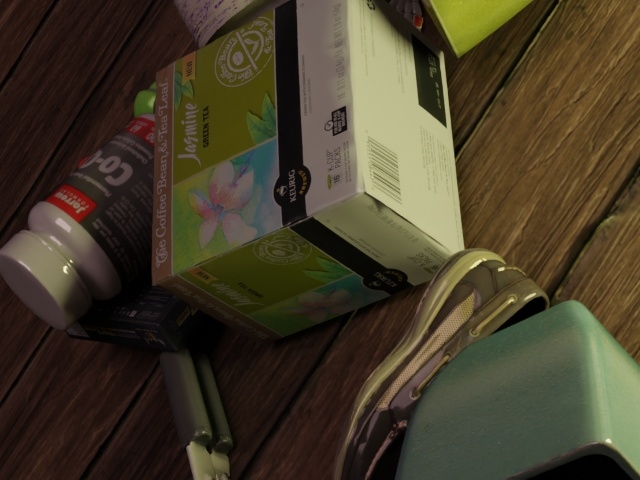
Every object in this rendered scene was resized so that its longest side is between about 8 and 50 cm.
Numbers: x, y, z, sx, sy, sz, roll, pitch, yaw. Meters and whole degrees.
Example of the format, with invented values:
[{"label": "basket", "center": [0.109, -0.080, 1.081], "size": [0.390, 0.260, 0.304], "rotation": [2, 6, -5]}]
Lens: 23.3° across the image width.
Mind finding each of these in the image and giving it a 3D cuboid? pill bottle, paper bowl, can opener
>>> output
[{"label": "pill bottle", "center": [-0.283, -0.025, 2.061], "size": [0.161, 0.161, 0.283], "rotation": [19, 55, 46]}, {"label": "paper bowl", "center": [-0.041, -0.325, 2.069], "size": [0.284, 0.284, 0.148], "rotation": [-31, 83, 25]}, {"label": "can opener", "center": [-0.160, 0.255, 1.972], "size": [0.093, 0.074, 0.280], "rotation": [-35, 47, 23]}]

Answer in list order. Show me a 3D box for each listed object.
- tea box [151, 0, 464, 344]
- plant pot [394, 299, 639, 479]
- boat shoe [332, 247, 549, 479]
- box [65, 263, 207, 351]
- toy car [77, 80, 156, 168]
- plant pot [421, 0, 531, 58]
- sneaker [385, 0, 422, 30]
[{"label": "tea box", "center": [-0.021, -0.094, 1.923], "size": [0.323, 0.220, 0.329], "rotation": [-25, 52, 30]}, {"label": "plant pot", "center": [0.235, 0.209, 1.536], "size": [0.247, 0.248, 0.252], "rotation": [-27, 35, 29]}, {"label": "boat shoe", "center": [0.134, 0.177, 1.714], "size": [0.130, 0.132, 0.355], "rotation": [22, 84, 46]}, {"label": "box", "center": [-0.231, 0.060, 2.113], "size": [0.232, 0.059, 0.183], "rotation": [3, 46, 42]}, {"label": "toy car", "center": [-0.272, -0.151, 2.318], "size": [0.239, 0.053, 0.225], "rotation": [11, 74, 44]}, {"label": "plant pot", "center": [0.228, -0.414, 1.897], "size": [0.293, 0.275, 0.275], "rotation": [-29, 48, 6]}, {"label": "sneaker", "center": [0.100, -0.305, 2.085], "size": [0.065, 0.061, 0.158], "rotation": [-29, 44, 63]}]
